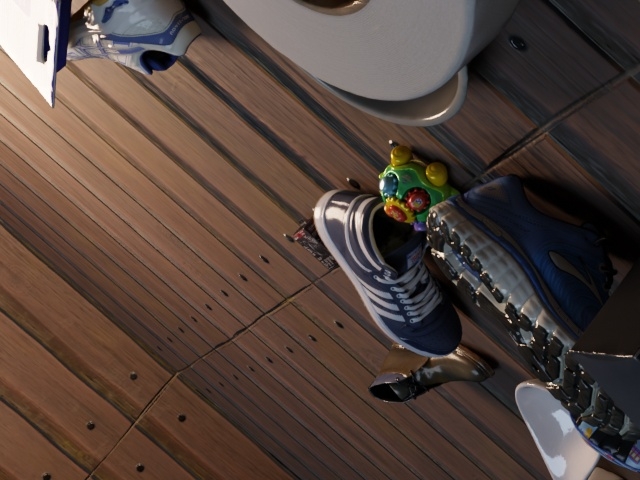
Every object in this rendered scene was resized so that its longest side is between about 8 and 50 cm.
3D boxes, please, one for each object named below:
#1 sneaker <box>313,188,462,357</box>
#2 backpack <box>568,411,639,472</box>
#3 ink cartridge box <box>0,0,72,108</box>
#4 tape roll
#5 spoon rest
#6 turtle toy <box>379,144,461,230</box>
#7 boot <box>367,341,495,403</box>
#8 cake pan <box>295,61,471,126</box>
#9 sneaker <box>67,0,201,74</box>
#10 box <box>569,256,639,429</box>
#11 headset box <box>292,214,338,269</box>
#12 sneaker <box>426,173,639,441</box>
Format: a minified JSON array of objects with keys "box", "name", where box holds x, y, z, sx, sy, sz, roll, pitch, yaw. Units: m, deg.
[{"box":[0.115,0.050,1.575,0.282,0.099,0.153,50,160,-19],"name":"sneaker"},{"box":[0.346,0.171,1.309,0.158,0.173,0.117,32,159,18],"name":"backpack"},{"box":[-0.383,-0.327,1.516,0.333,0.065,0.165,49,142,27],"name":"ink cartridge box"},{"box":[-0.008,-0.283,0.965,0.392,0.072,0.392,39,157,20],"name":"tape roll"},{"box":[0.347,0.284,1.684,0.137,0.084,0.276,20,153,44],"name":"spoon rest"},{"box":[0.118,-0.045,1.413,0.130,0.066,0.095,29,158,28],"name":"turtle toy"},{"box":[0.161,0.205,1.811,0.082,0.106,0.219,49,159,-23],"name":"boot"},{"box":[0.033,-0.232,1.184,0.293,0.054,0.293,35,159,15],"name":"cake pan"},{"box":[-0.252,-0.256,1.562,0.131,0.112,0.296,46,160,-18],"name":"sneaker"},{"box":[0.383,0.124,1.129,0.261,0.184,0.103,47,159,-16],"name":"box"},{"box":[0.000,0.000,1.771,0.083,0.032,0.062,42,160,-4],"name":"headset box"},{"box":[0.259,0.056,1.238,0.330,0.147,0.130,50,165,17],"name":"sneaker"}]
